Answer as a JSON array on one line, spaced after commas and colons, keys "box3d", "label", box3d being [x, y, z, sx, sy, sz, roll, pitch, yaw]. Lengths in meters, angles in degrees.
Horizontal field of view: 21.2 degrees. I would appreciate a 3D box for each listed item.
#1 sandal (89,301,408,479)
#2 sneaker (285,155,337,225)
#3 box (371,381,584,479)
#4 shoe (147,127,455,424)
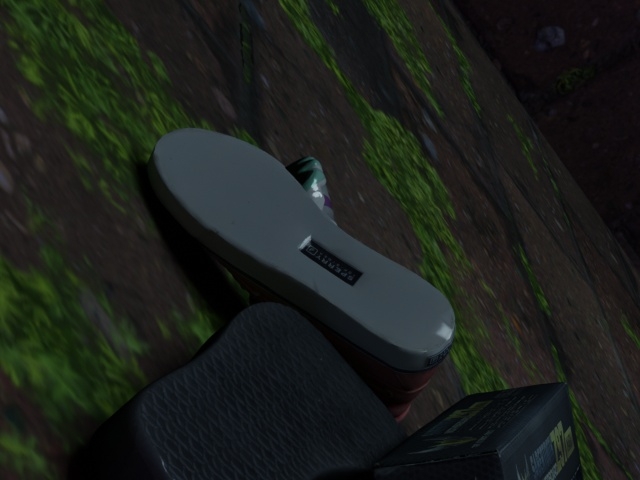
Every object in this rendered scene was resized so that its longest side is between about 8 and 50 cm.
[{"box3d": [-0.032, 0.082, 0.701, 0.097, 0.054, 0.254, 51, 17, 11], "label": "sandal"}, {"box3d": [0.000, 0.000, 1.005, 0.069, 0.038, 0.098, 51, 25, -32], "label": "sneaker"}, {"box3d": [0.088, 0.169, 0.775, 0.232, 0.059, 0.183, -11, 92, -76], "label": "box"}, {"box3d": [-0.019, 0.023, 0.849, 0.178, 0.081, 0.063, 36, 49, 12], "label": "shoe"}]
